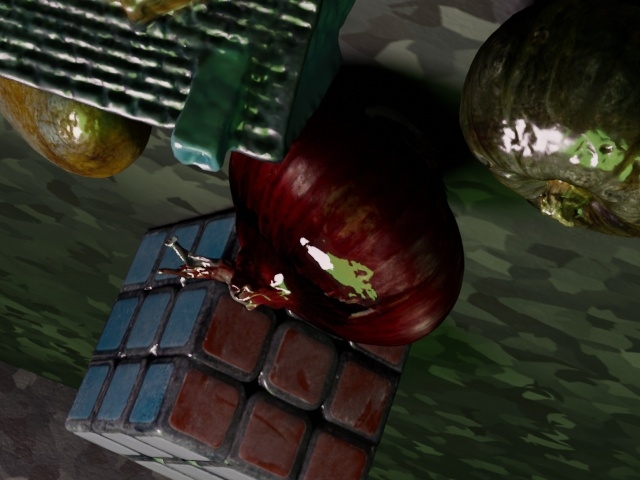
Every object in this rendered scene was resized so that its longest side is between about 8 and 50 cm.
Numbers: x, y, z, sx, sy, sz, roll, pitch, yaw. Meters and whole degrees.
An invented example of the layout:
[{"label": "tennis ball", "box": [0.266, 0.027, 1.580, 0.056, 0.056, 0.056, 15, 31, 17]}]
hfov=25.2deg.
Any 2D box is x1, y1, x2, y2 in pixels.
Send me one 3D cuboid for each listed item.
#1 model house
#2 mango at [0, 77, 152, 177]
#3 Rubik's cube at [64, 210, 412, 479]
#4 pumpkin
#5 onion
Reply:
[{"label": "model house", "box": [-0.118, -0.190, 0.993, 0.261, 0.241, 0.226, 17, 163, 11]}, {"label": "mango", "box": [-0.212, -0.153, 1.187, 0.316, 0.146, 0.193, 50, 169, 54]}, {"label": "Rubik's cube", "box": [-0.101, 0.167, 1.850, 0.303, 0.305, 0.301, 31, 158, -26]}, {"label": "pumpkin", "box": [0.209, -0.085, 1.072, 0.223, 0.157, 0.224, 25, 171, 4]}, {"label": "onion", "box": [0.000, 0.000, 1.349, 0.273, 0.285, 0.273, 54, 173, 9]}]
